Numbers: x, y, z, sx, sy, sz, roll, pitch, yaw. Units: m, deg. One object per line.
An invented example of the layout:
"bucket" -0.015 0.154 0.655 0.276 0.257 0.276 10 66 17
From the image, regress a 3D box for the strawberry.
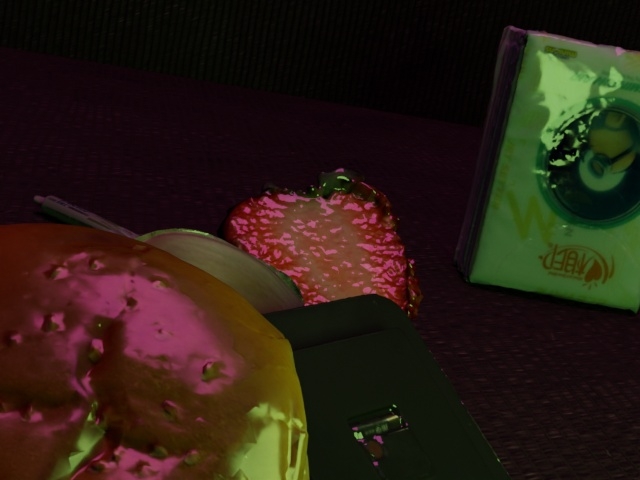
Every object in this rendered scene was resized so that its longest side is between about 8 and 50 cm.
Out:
"strawberry" -0.001 0.056 1.443 0.233 0.138 0.306 -10 45 -10

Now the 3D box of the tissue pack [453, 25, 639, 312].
"tissue pack" 0.385 -0.109 1.770 0.287 0.388 0.162 10 13 -4

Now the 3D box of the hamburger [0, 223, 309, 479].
"hamburger" -0.163 0.129 0.686 0.314 0.170 0.290 17 57 8

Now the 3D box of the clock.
"clock" 0.041 0.164 0.867 0.279 0.049 0.273 -8 60 -51

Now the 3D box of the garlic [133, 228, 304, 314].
"garlic" -0.093 0.108 0.935 0.292 0.210 0.237 23 0 -28

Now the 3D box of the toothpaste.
"toothpaste" -0.328 -0.027 1.639 0.197 0.029 0.048 22 18 26
